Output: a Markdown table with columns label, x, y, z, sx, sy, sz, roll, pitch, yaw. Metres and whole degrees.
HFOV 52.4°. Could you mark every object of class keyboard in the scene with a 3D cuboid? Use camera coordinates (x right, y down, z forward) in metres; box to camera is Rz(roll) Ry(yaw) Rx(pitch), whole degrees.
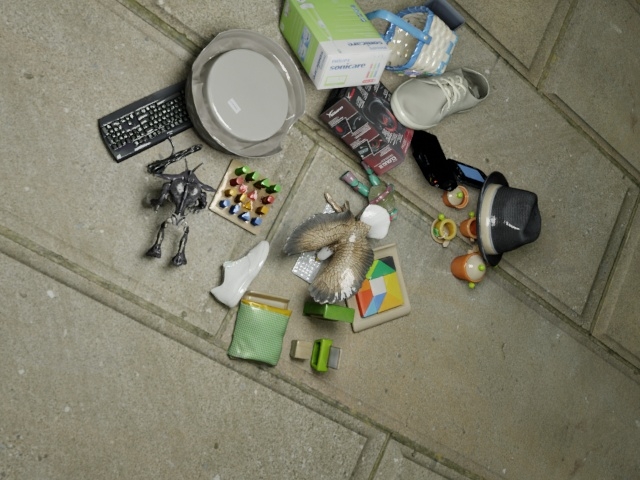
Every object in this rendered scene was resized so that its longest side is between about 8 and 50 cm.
| label | x | y | z | sx | sy | sz | roll | pitch | yaw |
| --- | --- | --- | --- | --- | --- | --- | --- | --- | --- |
| keyboard | 0.000 | 0.000 | 1.947 | 0.072 | 0.014 | 0.256 | 34 | 74 | -23 |
| keyboard | -0.410 | -0.293 | 1.731 | 0.317 | 0.033 | 0.202 | -33 | 104 | -24 |

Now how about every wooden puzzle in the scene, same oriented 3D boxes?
| label | x | y | z | sx | sy | sz | roll | pitch | yaw |
| --- | --- | --- | --- | --- | --- | --- | --- | --- | --- |
| wooden puzzle | 0.174 | 0.144 | 2.017 | 0.220 | 0.044 | 0.239 | -15 | 96 | -28 |

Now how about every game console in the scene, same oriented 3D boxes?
| label | x | y | z | sx | sy | sz | roll | pitch | yaw |
| --- | --- | --- | --- | --- | --- | --- | --- | --- | --- |
| game console | 0.433 | -0.242 | 2.120 | 0.361 | 0.044 | 0.213 | 12 | 50 | -39 |

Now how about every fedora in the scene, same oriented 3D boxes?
| label | x | y | z | sx | sy | sz | roll | pitch | yaw |
| --- | --- | --- | --- | --- | --- | --- | --- | --- | --- |
| fedora | 0.620 | -0.071 | 2.099 | 0.334 | 0.152 | 0.334 | 1 | 89 | -58 |

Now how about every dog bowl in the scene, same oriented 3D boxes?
| label | x | y | z | sx | sy | sz | roll | pitch | yaw |
| --- | --- | --- | --- | --- | --- | --- | --- | --- | --- |
| dog bowl | -0.211 | -0.389 | 1.778 | 0.348 | 0.102 | 0.349 | 3 | 85 | -34 |

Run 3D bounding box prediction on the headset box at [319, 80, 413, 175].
| label | x | y | z | sx | sy | sz | roll | pitch | yaw |
| --- | --- | --- | --- | --- | --- | --- | --- | --- | --- |
| headset box | 0.159 | -0.353 | 1.941 | 0.293 | 0.110 | 0.218 | 42 | 43 | -21 |

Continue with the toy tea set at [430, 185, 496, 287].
| label | x | y | z | sx | sy | sz | roll | pitch | yaw |
| --- | --- | --- | --- | --- | --- | --- | --- | --- | --- |
| toy tea set | 0.486 | -0.017 | 2.140 | 0.200 | 0.124 | 0.336 | -37 | 105 | -23 |

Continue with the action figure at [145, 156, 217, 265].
| label | x | y | z | sx | sy | sz | roll | pitch | yaw |
| --- | --- | --- | --- | --- | --- | --- | --- | --- | --- |
| action figure | -0.372 | -0.083 | 1.687 | 0.164 | 0.141 | 0.276 | 14 | 98 | -25 |

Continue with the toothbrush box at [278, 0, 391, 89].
| label | x | y | z | sx | sy | sz | roll | pitch | yaw |
| --- | --- | --- | --- | --- | --- | --- | --- | --- | --- |
| toothbrush box | 0.036 | -0.572 | 1.845 | 0.206 | 0.122 | 0.283 | -13 | 57 | -28 |

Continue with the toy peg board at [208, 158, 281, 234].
| label | x | y | z | sx | sy | sz | roll | pitch | yaw |
| --- | --- | --- | --- | --- | --- | --- | --- | --- | --- |
| toy peg board | -0.199 | -0.123 | 1.809 | 0.161 | 0.079 | 0.161 | 30 | 75 | -23 |

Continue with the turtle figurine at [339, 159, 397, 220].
| label | x | y | z | sx | sy | sz | roll | pitch | yaw |
| --- | --- | --- | --- | --- | --- | --- | --- | --- | --- |
| turtle figurine | 0.172 | -0.133 | 1.990 | 0.175 | 0.118 | 0.234 | -40 | 100 | -23 |

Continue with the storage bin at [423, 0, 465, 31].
| label | x | y | z | sx | sy | sz | roll | pitch | yaw |
| --- | --- | --- | --- | --- | --- | --- | --- | --- | --- |
| storage bin | 0.381 | -0.704 | 2.105 | 0.135 | 0.091 | 0.098 | 45 | 67 | 8 |

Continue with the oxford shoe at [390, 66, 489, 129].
| label | x | y | z | sx | sy | sz | roll | pitch | yaw |
| --- | --- | --- | --- | --- | --- | --- | --- | --- | --- |
| oxford shoe | 0.380 | -0.456 | 2.034 | 0.449 | 0.130 | 0.169 | -22 | 86 | -42 |

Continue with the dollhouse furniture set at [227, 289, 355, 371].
| label | x | y | z | sx | sy | sz | roll | pitch | yaw |
| --- | --- | --- | --- | --- | --- | --- | --- | --- | --- |
| dollhouse furniture set | -0.082 | 0.259 | 1.818 | 0.301 | 0.151 | 0.198 | 14 | 82 | -27 |

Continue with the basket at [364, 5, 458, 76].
| label | x | y | z | sx | sy | sz | roll | pitch | yaw |
| --- | --- | --- | --- | --- | --- | --- | --- | --- | --- |
| basket | 0.246 | -0.609 | 1.954 | 0.288 | 0.255 | 0.201 | 24 | 95 | -24 |

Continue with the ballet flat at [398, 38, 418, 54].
| label | x | y | z | sx | sy | sz | roll | pitch | yaw |
| --- | --- | --- | --- | --- | --- | --- | --- | --- | --- |
| ballet flat | 0.321 | -0.625 | 2.125 | 0.173 | 0.049 | 0.058 | 2 | 111 | -22 |

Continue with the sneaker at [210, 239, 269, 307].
| label | x | y | z | sx | sy | sz | roll | pitch | yaw |
| --- | --- | --- | --- | --- | --- | --- | --- | --- | --- |
| sneaker | -0.223 | 0.076 | 1.798 | 0.094 | 0.080 | 0.212 | 35 | 74 | -10 |

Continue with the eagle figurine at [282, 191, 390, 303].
| label | x | y | z | sx | sy | sz | roll | pitch | yaw |
| --- | --- | --- | --- | --- | --- | --- | --- | --- | --- |
| eagle figurine | 0.048 | 0.014 | 1.844 | 0.298 | 0.226 | 0.225 | -50 | 158 | -58 |
